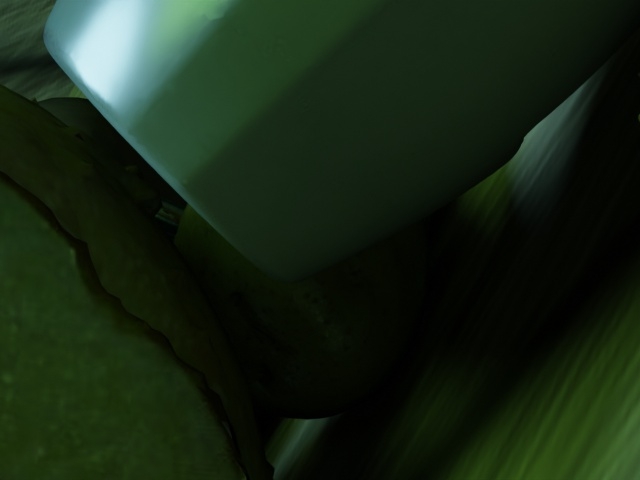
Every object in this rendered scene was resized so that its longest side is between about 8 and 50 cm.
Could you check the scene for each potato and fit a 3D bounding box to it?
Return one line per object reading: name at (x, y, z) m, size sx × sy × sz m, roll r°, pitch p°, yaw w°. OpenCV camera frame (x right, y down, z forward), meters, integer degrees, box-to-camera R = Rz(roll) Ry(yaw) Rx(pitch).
potato at (0.000, 0.000, 1.041) m, size 0.157 × 0.157 × 0.194 m, roll -44°, pitch 8°, yaw 45°
potato at (-0.219, 0.120, 0.982) m, size 0.319 × 0.385 × 0.442 m, roll -103°, pitch 24°, yaw -75°

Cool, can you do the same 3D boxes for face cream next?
face cream at (0.053, -0.159, 0.854) m, size 0.357 × 0.219 × 0.312 m, roll -45°, pitch 3°, yaw 0°

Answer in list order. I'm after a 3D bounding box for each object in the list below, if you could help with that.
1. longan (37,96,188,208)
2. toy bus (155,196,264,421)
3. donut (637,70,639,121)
longan at (-0.210, 0.039, 1.429) m, size 0.300 × 0.243 × 0.300 m, roll -56°, pitch -9°, yaw -13°
toy bus at (-0.131, 0.120, 1.210) m, size 0.275 × 0.138 × 0.167 m, roll -59°, pitch 16°, yaw 7°
donut at (0.170, -0.067, 0.735) m, size 0.117 × 0.065 × 0.166 m, roll -54°, pitch 14°, yaw 17°
